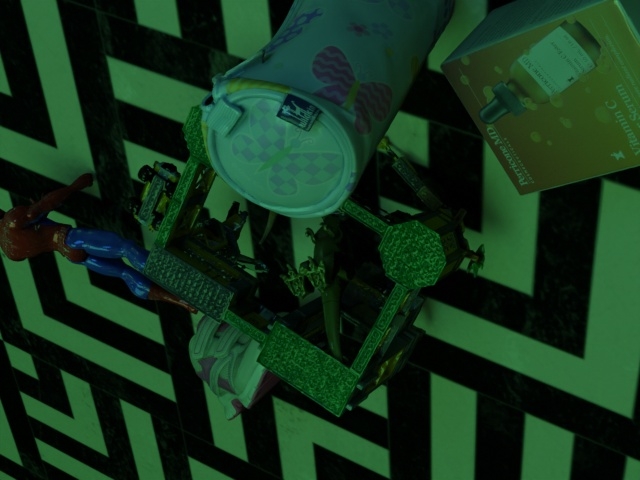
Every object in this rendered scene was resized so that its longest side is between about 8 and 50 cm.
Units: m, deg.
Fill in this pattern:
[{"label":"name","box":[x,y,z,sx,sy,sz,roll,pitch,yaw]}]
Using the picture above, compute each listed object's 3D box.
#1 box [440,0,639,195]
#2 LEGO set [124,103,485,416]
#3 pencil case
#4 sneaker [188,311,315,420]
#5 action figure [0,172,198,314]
[{"label":"box","box":[0.201,-0.124,0.987,0.170,0.091,0.130,-16,114,49]},{"label":"LEGO set","box":[0.000,0.000,1.270,0.331,0.192,0.254,24,110,19]},{"label":"pencil case","box":[0.011,-0.136,0.998,0.124,0.273,0.113,26,135,5]},{"label":"sneaker","box":[-0.092,0.123,1.471,0.111,0.103,0.252,48,153,1]},{"label":"action figure","box":[-0.259,-0.016,1.530,0.280,0.139,0.091,15,137,0]}]
